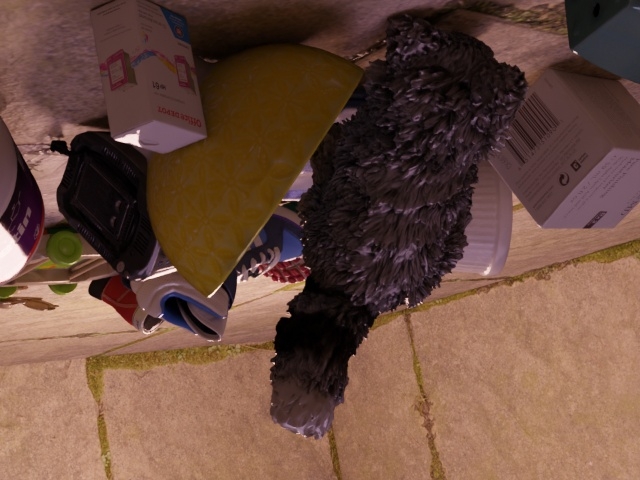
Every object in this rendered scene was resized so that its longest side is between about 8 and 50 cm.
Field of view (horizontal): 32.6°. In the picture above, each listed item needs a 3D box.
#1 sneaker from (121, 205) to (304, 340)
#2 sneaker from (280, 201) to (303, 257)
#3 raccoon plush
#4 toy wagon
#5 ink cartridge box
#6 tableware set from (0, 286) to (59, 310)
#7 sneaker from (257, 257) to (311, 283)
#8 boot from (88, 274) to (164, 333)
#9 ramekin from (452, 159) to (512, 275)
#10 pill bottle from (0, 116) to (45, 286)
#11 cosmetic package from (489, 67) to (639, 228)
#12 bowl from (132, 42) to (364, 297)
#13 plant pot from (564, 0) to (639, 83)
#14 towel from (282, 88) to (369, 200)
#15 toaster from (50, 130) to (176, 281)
[{"bbox_3d":[-0.143,0.058,1.660,0.323,0.236,0.130,12,142,-34],"label":"sneaker"},{"bbox_3d":[0.004,-0.052,1.825,0.275,0.107,0.110,-17,150,7],"label":"sneaker"},{"bbox_3d":[0.094,-0.018,1.183,0.216,0.446,0.299,12,155,-7],"label":"raccoon plush"},{"bbox_3d":[-0.408,0.035,1.886,0.344,0.068,0.267,-2,167,-41],"label":"toy wagon"},{"bbox_3d":[-0.155,-0.149,0.995,0.052,0.122,0.088,-15,169,26],"label":"ink cartridge box"},{"bbox_3d":[-0.569,0.097,1.990,0.169,0.020,0.141,21,-170,33],"label":"tableware set"},{"bbox_3d":[0.000,0.000,1.999,0.299,0.121,0.112,-7,-157,27],"label":"sneaker"},{"bbox_3d":[-0.313,0.054,2.077,0.244,0.176,0.088,-39,147,-35],"label":"boot"},{"bbox_3d":[0.223,-0.046,1.731,0.109,0.207,0.207,-1,168,-7],"label":"ramekin"},{"bbox_3d":[-0.388,-0.053,1.110,0.181,0.181,0.323,-9,170,-8],"label":"pill bottle"},{"bbox_3d":[0.348,-0.118,1.461,0.184,0.151,0.151,0,138,-44],"label":"cosmetic package"},{"bbox_3d":[-0.098,-0.102,1.129,0.156,0.289,0.289,35,160,-6],"label":"bowl"},{"bbox_3d":[0.349,-0.229,0.992,0.234,0.165,0.166,1,166,-18],"label":"plant pot"},{"bbox_3d":[0.046,-0.119,1.460,0.209,0.034,0.285,-1,158,-24],"label":"towel"},{"bbox_3d":[-0.210,-0.051,1.315,0.146,0.227,0.129,-7,127,-48],"label":"toaster"}]
